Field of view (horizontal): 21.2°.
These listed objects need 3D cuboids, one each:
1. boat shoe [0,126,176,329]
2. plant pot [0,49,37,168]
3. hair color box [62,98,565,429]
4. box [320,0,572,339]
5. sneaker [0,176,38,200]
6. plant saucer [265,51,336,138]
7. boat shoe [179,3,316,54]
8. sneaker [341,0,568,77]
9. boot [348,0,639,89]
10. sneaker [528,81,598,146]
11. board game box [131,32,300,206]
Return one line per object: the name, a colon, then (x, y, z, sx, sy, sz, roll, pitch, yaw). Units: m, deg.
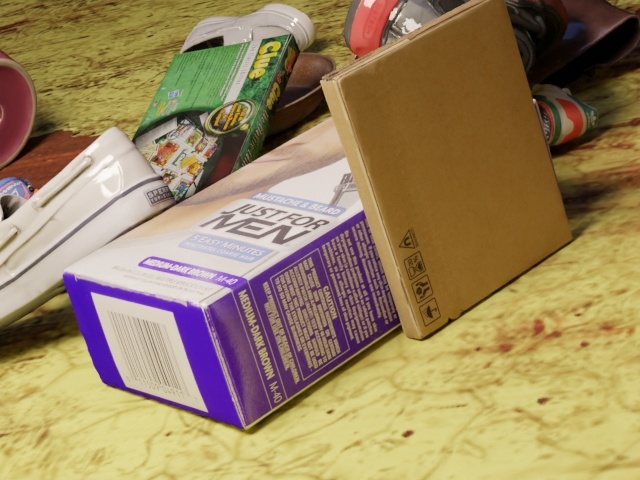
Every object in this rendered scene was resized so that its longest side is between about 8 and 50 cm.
boat shoe: (-0.237, 0.005, 1.356, 0.267, 0.088, 0.096, -34, -3, 28)
plant pot: (-0.415, -0.158, 1.852, 0.180, 0.201, 0.201, 21, 41, 34)
hair color box: (0.000, 0.000, 1.286, 0.339, 0.110, 0.185, -30, 25, -33)
box: (0.096, -0.055, 1.220, 0.164, 0.201, 0.021, -31, 22, -30)
sneaker: (-0.264, -0.011, 1.519, 0.221, 0.087, 0.083, 6, 32, 43)
plant saucer: (-0.075, -0.138, 1.746, 0.199, 0.036, 0.198, -14, 23, 6)
boat shoe: (-0.086, -0.223, 1.921, 0.184, 0.066, 0.063, 6, 46, 39)
sneaker: (0.144, -0.169, 1.444, 0.135, 0.097, 0.276, 35, 24, 30)
boot: (0.160, -0.186, 1.628, 0.248, 0.090, 0.207, -29, 32, -3)
sneaker: (0.177, -0.112, 1.501, 0.075, 0.057, 0.161, -9, 16, -28)
board game box: (-0.114, -0.105, 1.630, 0.136, 0.030, 0.259, -8, 38, 25)
